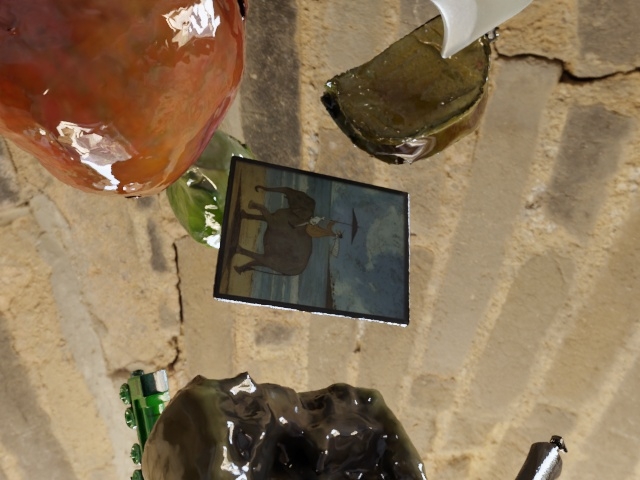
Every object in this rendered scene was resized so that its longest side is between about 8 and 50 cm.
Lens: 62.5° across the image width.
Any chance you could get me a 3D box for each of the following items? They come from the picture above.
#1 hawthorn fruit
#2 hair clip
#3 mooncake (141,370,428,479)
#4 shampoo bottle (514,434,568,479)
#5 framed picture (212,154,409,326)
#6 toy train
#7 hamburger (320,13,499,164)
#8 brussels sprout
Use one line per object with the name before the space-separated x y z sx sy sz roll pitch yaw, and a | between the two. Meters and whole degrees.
hawthorn fruit | -0.178 -0.204 0.498 0.307 0.276 0.276 -46 -60 -9
hair clip | 0.235 -0.383 0.660 0.173 0.113 0.282 27 -87 -53
mooncake | -0.059 0.351 0.812 0.393 0.246 0.394 -28 -45 -4
shampoo bottle | 0.277 0.285 0.662 0.137 0.048 0.027 -18 -20 -48
framed picture | 0.000 0.000 0.918 0.347 0.264 0.016 11 -24 -16
toy train | -0.327 0.374 1.030 0.085 0.251 0.119 -5 -13 -43
hamburger | 0.171 -0.250 0.915 0.309 0.132 0.211 -28 -84 6
brussels sprout | -0.204 -0.107 1.060 0.210 0.219 0.271 -16 -31 -10
